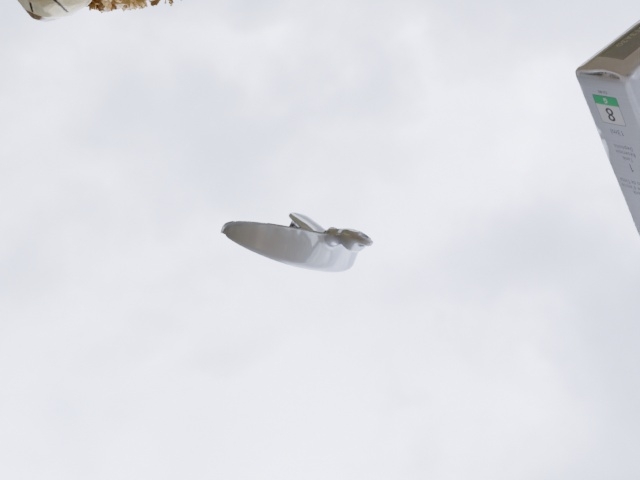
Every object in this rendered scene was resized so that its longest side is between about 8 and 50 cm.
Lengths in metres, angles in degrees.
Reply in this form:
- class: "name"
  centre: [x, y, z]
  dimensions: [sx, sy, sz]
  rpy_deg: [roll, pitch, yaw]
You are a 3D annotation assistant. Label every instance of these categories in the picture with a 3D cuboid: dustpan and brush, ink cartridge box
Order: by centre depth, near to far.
- class: "ink cartridge box"
  centre: [0.282, -0.068, 0.853]
  dimensions: [0.181, 0.225, 0.056]
  rpy_deg: [-38, -153, -17]
- class: "dustpan and brush"
  centre: [0.000, 0.000, 1.292]
  dimensions: [0.211, 0.147, 0.060]
  rpy_deg: [33, -68, 63]

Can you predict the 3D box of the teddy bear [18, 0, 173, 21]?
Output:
- class: "teddy bear"
  centre: [-0.184, -0.237, 0.765]
  dimensions: [0.338, 0.245, 0.113]
  rpy_deg: [111, -10, -70]
